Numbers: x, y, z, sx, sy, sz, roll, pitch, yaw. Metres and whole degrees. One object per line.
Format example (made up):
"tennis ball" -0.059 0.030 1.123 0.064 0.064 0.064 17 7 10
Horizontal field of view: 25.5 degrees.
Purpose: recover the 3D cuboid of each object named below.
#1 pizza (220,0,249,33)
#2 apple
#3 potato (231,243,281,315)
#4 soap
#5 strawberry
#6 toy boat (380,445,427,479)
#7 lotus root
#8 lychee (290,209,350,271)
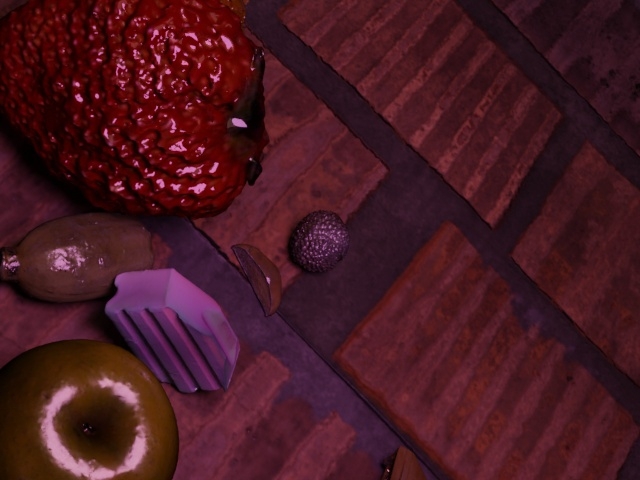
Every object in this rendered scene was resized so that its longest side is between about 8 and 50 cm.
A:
"pizza" -0.177 -0.231 1.654 0.161 0.085 0.305 49 51 -4
"apple" -0.235 0.190 1.347 0.196 0.157 0.196 15 59 -27
"potato" -0.062 0.036 1.623 0.037 0.036 0.093 -20 78 -36
"soap" -0.148 0.097 1.480 0.149 0.100 0.056 63 31 -43
"strawberry" -0.193 -0.146 1.463 0.258 0.261 0.261 -7 71 -31
"toy boat" 0.056 0.315 1.546 0.072 0.064 0.206 30 52 0
"lotus root" -0.256 0.018 1.474 0.183 0.077 0.090 -7 71 -38
"lychee" 0.000 0.000 1.670 0.067 0.068 0.083 28 42 34
